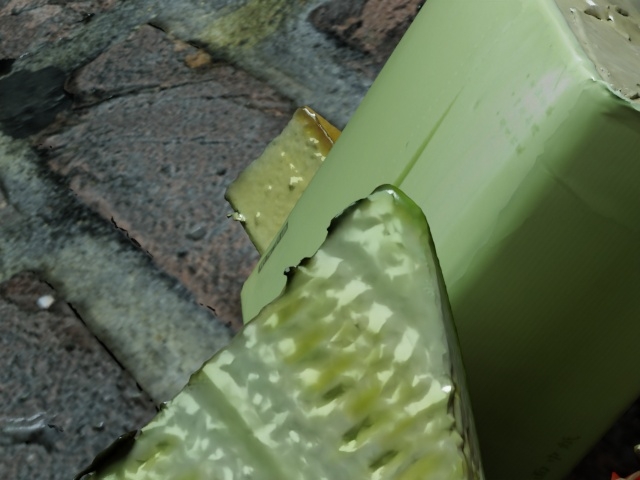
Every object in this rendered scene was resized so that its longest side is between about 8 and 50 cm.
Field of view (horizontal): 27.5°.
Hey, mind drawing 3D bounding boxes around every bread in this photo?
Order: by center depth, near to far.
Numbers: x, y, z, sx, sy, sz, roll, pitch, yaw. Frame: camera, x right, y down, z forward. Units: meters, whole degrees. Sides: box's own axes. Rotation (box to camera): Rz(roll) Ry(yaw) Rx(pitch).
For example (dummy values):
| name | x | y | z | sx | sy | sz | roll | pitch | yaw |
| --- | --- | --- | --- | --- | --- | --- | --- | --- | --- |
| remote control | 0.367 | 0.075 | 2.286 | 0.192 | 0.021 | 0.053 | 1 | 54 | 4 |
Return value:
| name | x | y | z | sx | sy | sz | roll | pitch | yaw |
| --- | --- | --- | --- | --- | --- | --- | --- | --- | --- |
| bread | 0.000 | 0.000 | 0.714 | 0.084 | 0.080 | 0.109 | -42 | 33 | 18 |

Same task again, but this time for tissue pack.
| name | x | y | z | sx | sy | sz | roll | pitch | yaw |
| --- | --- | --- | --- | --- | --- | --- | --- | --- | --- |
| tissue pack | 0.071 | 0.003 | 0.557 | 0.234 | 0.125 | 0.159 | -56 | 26 | 29 |

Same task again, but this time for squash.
| name | x | y | z | sx | sy | sz | roll | pitch | yaw |
| --- | --- | --- | --- | --- | --- | --- | --- | --- | --- |
| squash | 0.052 | 0.155 | 0.418 | 0.203 | 0.111 | 0.288 | -44 | 72 | -2 |

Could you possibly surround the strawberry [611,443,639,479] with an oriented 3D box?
| name | x | y | z | sx | sy | sz | roll | pitch | yaw |
| --- | --- | --- | --- | --- | --- | --- | --- | --- | --- |
| strawberry | 0.146 | 0.176 | 0.361 | 0.205 | 0.205 | 0.244 | -3 | 66 | 28 |
